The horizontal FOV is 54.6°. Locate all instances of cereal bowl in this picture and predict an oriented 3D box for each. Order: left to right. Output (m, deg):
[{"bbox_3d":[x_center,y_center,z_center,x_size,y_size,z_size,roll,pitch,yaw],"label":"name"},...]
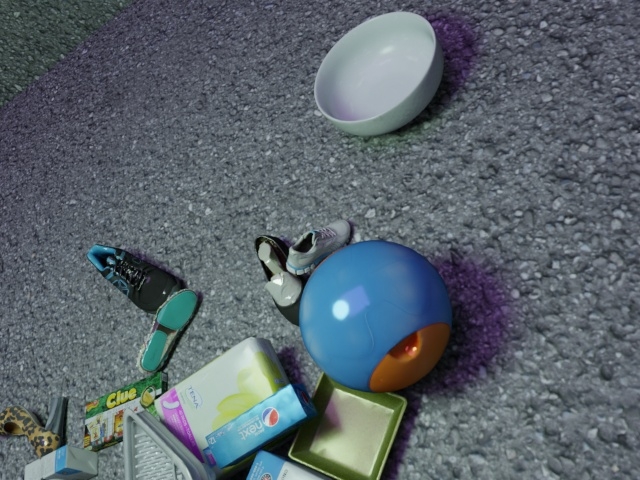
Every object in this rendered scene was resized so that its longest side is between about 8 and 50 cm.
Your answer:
[{"bbox_3d":[0.159,-0.398,1.562,0.339,0.141,0.338,-16,55,25],"label":"cereal bowl"}]

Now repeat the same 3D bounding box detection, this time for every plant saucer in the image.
[{"bbox_3d":[0.058,0.370,1.212,0.188,0.045,0.188,15,71,27],"label":"plant saucer"}]

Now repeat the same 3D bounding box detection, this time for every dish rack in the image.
[{"bbox_3d":[-0.303,0.509,1.252,0.333,0.072,0.285,17,111,48],"label":"dish rack"}]

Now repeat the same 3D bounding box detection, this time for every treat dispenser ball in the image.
[{"bbox_3d":[0.103,0.142,1.174,0.288,0.288,0.288,-17,55,25],"label":"treat dispenser ball"}]

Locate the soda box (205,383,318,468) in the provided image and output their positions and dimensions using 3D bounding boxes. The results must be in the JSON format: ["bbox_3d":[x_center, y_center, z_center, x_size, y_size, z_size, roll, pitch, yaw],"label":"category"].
[{"bbox_3d":[-0.115,0.361,1.206,0.210,0.067,0.071,-34,68,11],"label":"soda box"}]

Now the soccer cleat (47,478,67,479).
[{"bbox_3d":[-0.657,0.677,1.491,0.331,0.143,0.116,-47,43,34],"label":"soccer cleat"}]

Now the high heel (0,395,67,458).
[{"bbox_3d":[-0.810,0.540,1.673,0.261,0.093,0.186,-21,47,11],"label":"high heel"}]

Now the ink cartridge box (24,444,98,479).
[{"bbox_3d":[-0.660,0.579,1.545,0.180,0.104,0.060,-29,51,16],"label":"ink cartridge box"}]

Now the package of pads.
[{"bbox_3d":[-0.196,0.370,1.334,0.297,0.101,0.229,-34,65,12],"label":"package of pads"}]

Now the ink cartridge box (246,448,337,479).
[{"bbox_3d":[-0.011,0.544,1.115,0.308,0.129,0.223,11,69,38],"label":"ink cartridge box"}]

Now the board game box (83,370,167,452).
[{"bbox_3d":[-0.495,0.438,1.573,0.260,0.030,0.136,-26,50,19],"label":"board game box"}]

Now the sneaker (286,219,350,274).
[{"bbox_3d":[0.000,0.000,1.432,0.071,0.082,0.191,35,57,28],"label":"sneaker"}]

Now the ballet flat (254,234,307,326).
[{"bbox_3d":[-0.097,0.089,1.470,0.095,0.096,0.280,-40,49,9],"label":"ballet flat"}]

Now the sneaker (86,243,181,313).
[{"bbox_3d":[-0.525,0.104,1.719,0.341,0.139,0.125,17,72,38],"label":"sneaker"}]

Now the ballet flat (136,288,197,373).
[{"bbox_3d":[-0.405,0.230,1.607,0.240,0.091,0.077,-60,18,-16],"label":"ballet flat"}]
